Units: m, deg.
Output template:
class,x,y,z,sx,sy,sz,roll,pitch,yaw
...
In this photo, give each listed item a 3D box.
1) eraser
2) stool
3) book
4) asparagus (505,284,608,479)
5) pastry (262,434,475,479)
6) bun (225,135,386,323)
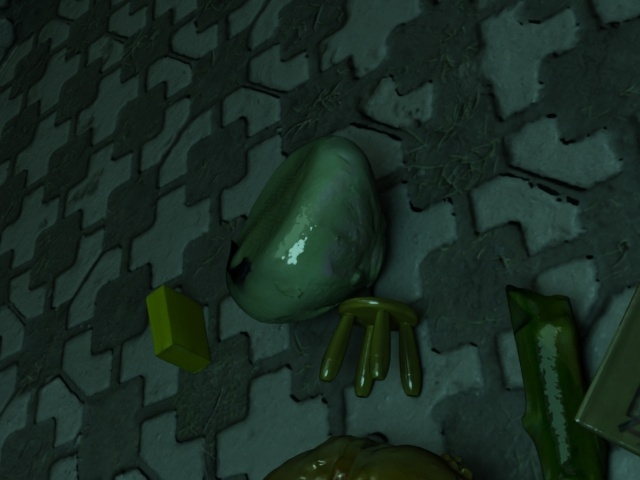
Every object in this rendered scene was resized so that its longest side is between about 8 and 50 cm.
class,x,y,z,sx,sy,sz,roll,pitch,yaw
eraser,-0.231,0.146,1.366,0.045,0.097,0.122,-34,47,17
stool,0.070,0.142,1.100,0.135,0.134,0.110,111,167,-68
book,0.383,0.121,0.857,0.161,0.026,0.231,26,82,20
asparagus,0.265,0.190,0.924,0.085,0.082,0.343,-21,54,26
pastry,0.064,0.355,0.916,0.316,0.184,0.284,-14,76,30
bun,0.000,0.000,1.204,0.293,0.187,0.293,-47,22,26
